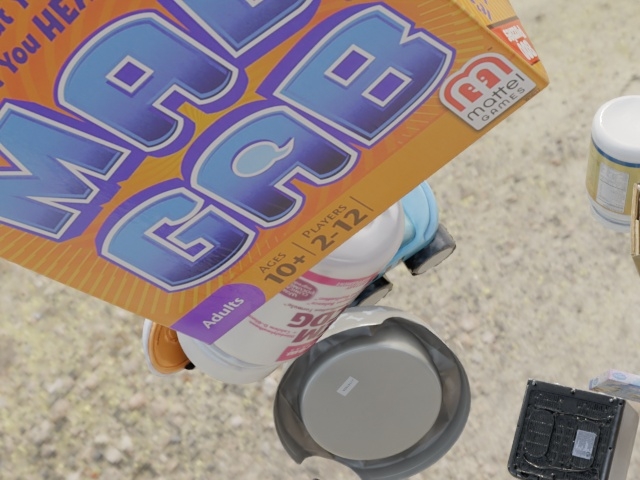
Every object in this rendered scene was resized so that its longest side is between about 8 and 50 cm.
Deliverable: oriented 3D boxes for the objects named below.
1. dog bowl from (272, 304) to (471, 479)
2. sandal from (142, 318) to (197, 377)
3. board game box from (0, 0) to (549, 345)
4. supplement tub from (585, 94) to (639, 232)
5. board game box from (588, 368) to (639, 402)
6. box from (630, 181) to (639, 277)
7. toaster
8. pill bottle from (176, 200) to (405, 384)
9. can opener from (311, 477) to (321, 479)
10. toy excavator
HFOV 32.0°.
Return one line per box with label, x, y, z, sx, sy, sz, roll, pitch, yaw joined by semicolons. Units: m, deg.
dog bowl;0.085;0.267;1.968;0.348;0.349;0.102;-27;27;7
sandal;-0.109;0.085;1.402;0.076;0.102;0.265;4;24;44
board game box;-0.119;-0.204;0.840;0.356;0.356;0.356;-38;46;24
supplement tub;0.512;-0.123;1.835;0.144;0.200;0.144;-4;49;5
board game box;0.491;0.234;1.795;0.090;0.090;0.020;14;68;-3
box;0.404;0.053;1.306;0.021;0.201;0.164;-17;25;24
toaster;0.397;0.323;1.753;0.168;0.110;0.186;8;77;36
pill bottle;-0.044;0.031;1.158;0.283;0.160;0.160;128;156;-49
can opener;0.049;0.439;1.789;0.059;0.186;0.073;-54;17;20
toy excavator;0.000;0.000;1.968;0.432;0.445;0.222;-34;74;3
